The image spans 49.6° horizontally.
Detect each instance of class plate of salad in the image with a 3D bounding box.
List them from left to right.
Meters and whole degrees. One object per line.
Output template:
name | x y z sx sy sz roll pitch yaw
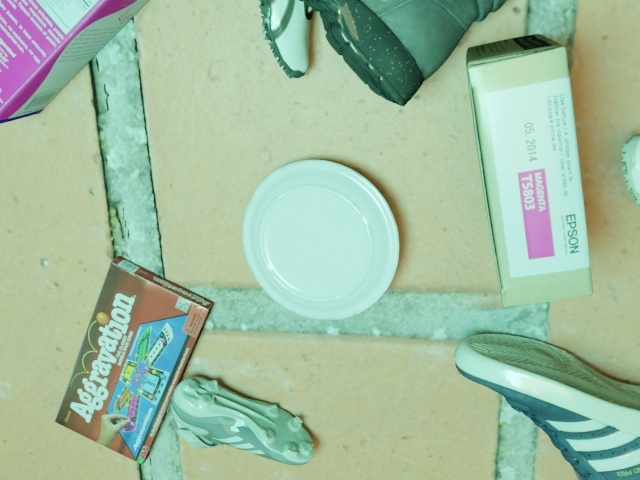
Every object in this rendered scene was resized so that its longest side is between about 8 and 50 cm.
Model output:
plate of salad | 0.000 0.000 0.840 0.199 0.048 0.200 5 106 19

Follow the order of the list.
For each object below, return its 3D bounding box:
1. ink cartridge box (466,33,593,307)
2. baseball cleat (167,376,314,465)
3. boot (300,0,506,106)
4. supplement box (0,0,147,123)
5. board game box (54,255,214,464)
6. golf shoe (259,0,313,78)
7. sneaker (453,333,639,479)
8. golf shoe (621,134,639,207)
ink cartridge box | 0.204 -0.079 0.696 0.088 0.193 0.235 -8 108 13
baseball cleat | -0.111 0.259 0.950 0.205 0.072 0.109 30 128 1
boot | 0.049 -0.316 0.653 0.223 0.118 0.338 -45 119 3
supplement box | -0.313 -0.245 0.776 0.220 0.111 0.114 -36 99 19
board game box | -0.263 0.172 0.959 0.145 0.027 0.281 26 112 2
golf shoe | -0.018 -0.273 0.732 0.093 0.077 0.198 -3 110 11
sneaker | 0.309 0.229 0.819 0.350 0.131 0.148 21 107 2
golf shoe | 0.387 -0.046 0.728 0.176 0.069 0.086 50 146 -16
